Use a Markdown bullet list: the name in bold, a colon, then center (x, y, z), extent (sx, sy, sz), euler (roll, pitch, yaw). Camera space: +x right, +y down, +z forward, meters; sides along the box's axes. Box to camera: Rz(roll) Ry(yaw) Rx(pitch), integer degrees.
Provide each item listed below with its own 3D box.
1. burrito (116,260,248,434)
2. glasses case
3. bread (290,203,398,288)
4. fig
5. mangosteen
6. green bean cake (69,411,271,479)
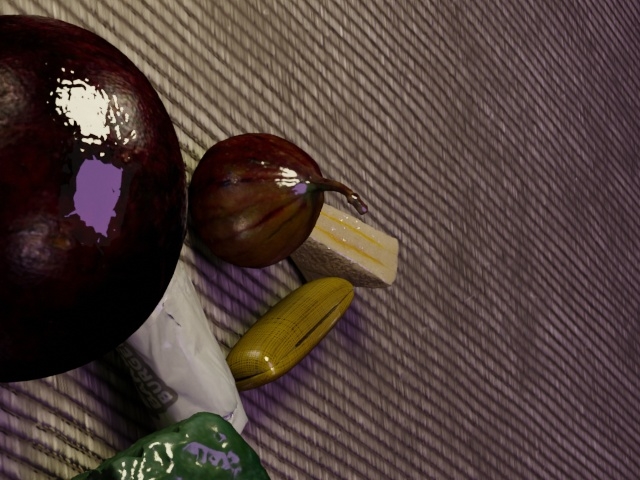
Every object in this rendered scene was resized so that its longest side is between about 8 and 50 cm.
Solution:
- **burrito**: center (-0.192, 0.024, 1.682), extent (0.139, 0.101, 0.445), euler (-86, 153, -61)
- **glasses case**: center (-0.036, 0.104, 1.954), extent (0.234, 0.079, 0.064), euler (-41, 111, -55)
- **bread**: center (0.015, -0.009, 2.045), extent (0.152, 0.105, 0.077), euler (56, 32, -38)
- **fig**: center (-0.063, -0.054, 1.871), extent (0.149, 0.202, 0.148), euler (0, 65, -25)
- **mangosteen**: center (-0.279, -0.038, 1.401), extent (0.347, 0.307, 0.306), euler (6, 76, -29)
- **green bean cake**: center (-0.150, 0.350, 1.581), extent (0.300, 0.169, 0.307), euler (-29, 93, -44)
